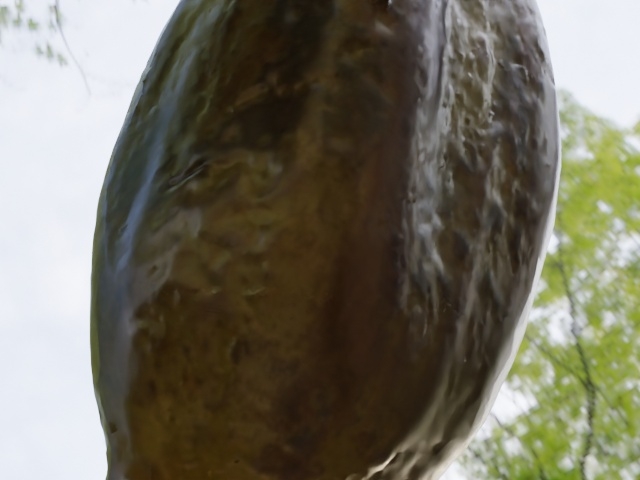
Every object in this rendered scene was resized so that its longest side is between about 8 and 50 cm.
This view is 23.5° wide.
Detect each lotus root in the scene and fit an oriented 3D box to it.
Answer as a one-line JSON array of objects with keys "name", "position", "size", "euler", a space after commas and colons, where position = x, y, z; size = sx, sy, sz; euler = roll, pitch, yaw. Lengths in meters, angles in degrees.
[{"name": "lotus root", "position": [-0.009, 0.000, 0.640], "size": [0.193, 0.193, 0.291], "euler": [24, -116, -23]}]
